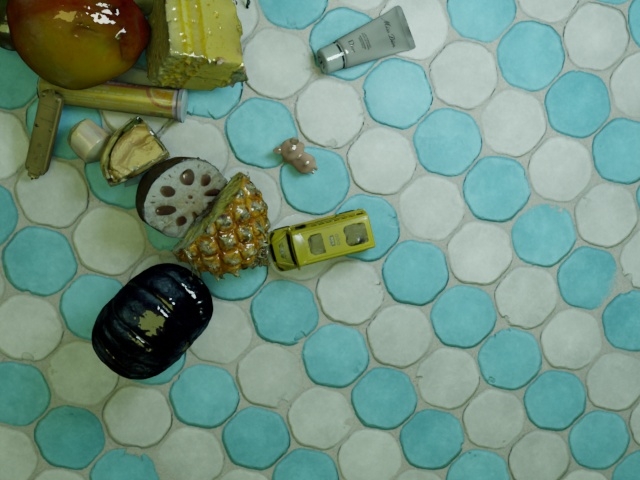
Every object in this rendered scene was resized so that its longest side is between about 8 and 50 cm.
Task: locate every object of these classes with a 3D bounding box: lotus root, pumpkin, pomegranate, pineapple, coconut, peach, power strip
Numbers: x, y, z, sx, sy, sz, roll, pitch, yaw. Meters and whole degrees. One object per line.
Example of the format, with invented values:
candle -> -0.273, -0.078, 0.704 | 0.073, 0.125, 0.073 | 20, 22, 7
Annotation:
lotus root -> -0.432, -0.141, 1.772 | 0.272, 0.192, 0.272 | -12, 113, -30
pumpkin -> -0.488, 0.234, 1.723 | 0.363, 0.363, 0.266 | -44, 90, 1
pomegranate -> -0.879, -0.623, 1.719 | 0.191, 0.131, 0.152 | 21, 86, -31
pineapple -> -0.219, 0.006, 1.716 | 0.286, 0.209, 0.344 | 42, 83, -27
coconut -> -0.695, -0.294, 1.769 | 0.122, 0.116, 0.116 | 43, 92, -4
peach -> -0.653, -0.567, 1.585 | 0.372, 0.373, 0.290 | 15, 70, -6
power strip -> -0.830, -0.316, 1.750 | 0.064, 0.044, 0.306 | 21, 114, -10

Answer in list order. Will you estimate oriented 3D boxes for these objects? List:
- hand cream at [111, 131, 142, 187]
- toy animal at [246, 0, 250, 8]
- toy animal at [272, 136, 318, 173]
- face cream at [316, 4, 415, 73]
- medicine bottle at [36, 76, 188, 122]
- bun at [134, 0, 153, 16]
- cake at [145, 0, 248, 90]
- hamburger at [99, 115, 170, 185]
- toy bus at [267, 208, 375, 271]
hand cream -> -0.607, -0.256, 1.816 | 0.064, 0.043, 0.171 | -16, 100, -3
toy animal -> -0.290, -0.825, 1.760 | 0.253, 0.079, 0.070 | 42, 85, -9
toy animal -> -0.069, -0.267, 1.839 | 0.150, 0.089, 0.083 | 38, 89, -17
face cream -> 0.140, -0.614, 1.825 | 0.314, 0.089, 0.143 | -26, 98, -12
medicine bottle -> -0.624, -0.435, 1.762 | 0.425, 0.108, 0.108 | 6, 96, -5
bun -> -0.534, -0.726, 1.699 | 0.222, 0.222, 0.128 | 10, 111, -6
cake -> -0.341, -0.571, 1.683 | 0.285, 0.222, 0.228 | -1, 82, -32
hamburger -> -0.576, -0.259, 1.754 | 0.207, 0.135, 0.155 | -41, 96, -7
toy bus -> 0.000, 0.000, 1.840 | 0.330, 0.151, 0.145 | -15, 97, -2
